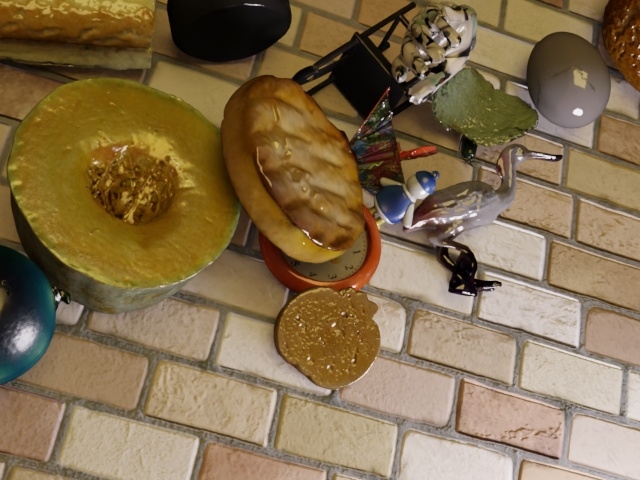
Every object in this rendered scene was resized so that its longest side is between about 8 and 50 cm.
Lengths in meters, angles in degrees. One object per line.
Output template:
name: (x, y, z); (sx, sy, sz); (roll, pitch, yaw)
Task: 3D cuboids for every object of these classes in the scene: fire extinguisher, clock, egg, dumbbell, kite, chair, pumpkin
fire extinguisher: (0.268, -0.173, 1.709); (0.038, 0.025, 0.083); (17, 66, -7)
clock: (0.000, 0.000, 1.544); (0.205, 0.051, 0.205); (6, 66, -14)
egg: (0.454, -0.297, 1.749); (0.147, 0.146, 0.198); (-5, 57, -19)
dumbbell: (-0.176, -0.485, 1.602); (0.204, 0.204, 0.322); (-7, 72, -19)
kite: (0.103, -0.140, 1.590); (0.189, 0.232, 0.009); (-8, 24, 17)
chair: (0.084, -0.277, 1.626); (0.260, 0.154, 0.141); (-36, 82, -27)
pumpkin: (-0.304, -0.056, 1.408); (0.332, 0.199, 0.332); (9, 67, -22)

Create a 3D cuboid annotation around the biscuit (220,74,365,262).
biscuit: (-0.043, -0.104, 1.433); (0.296, 0.102, 0.296); (40, 37, -39)

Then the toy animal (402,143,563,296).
toy animal: (0.266, -0.058, 1.627); (0.195, 0.090, 0.324); (31, 74, -9)

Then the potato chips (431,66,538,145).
potato chips: (0.289, -0.247, 1.702); (0.228, 0.059, 0.167); (23, 58, -20)

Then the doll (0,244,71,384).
doll: (-0.498, 0.111, 1.277); (0.322, 0.186, 0.198); (-16, 75, -19)

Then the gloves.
gloves: (0.174, -0.307, 1.527); (0.212, 0.127, 0.111); (-29, 70, -38)

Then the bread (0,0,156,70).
bread: (-0.449, -0.403, 1.506); (0.376, 0.165, 0.236); (0, 67, -15)

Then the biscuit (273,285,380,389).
biscuit: (0.015, 0.142, 1.479); (0.170, 0.050, 0.170); (0, 90, -13)

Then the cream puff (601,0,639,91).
cream puff: (0.699, -0.412, 1.835); (0.303, 0.212, 0.303); (4, 67, -10)

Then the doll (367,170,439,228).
doll: (0.138, -0.073, 1.575); (0.058, 0.143, 0.098); (5, 52, -60)
